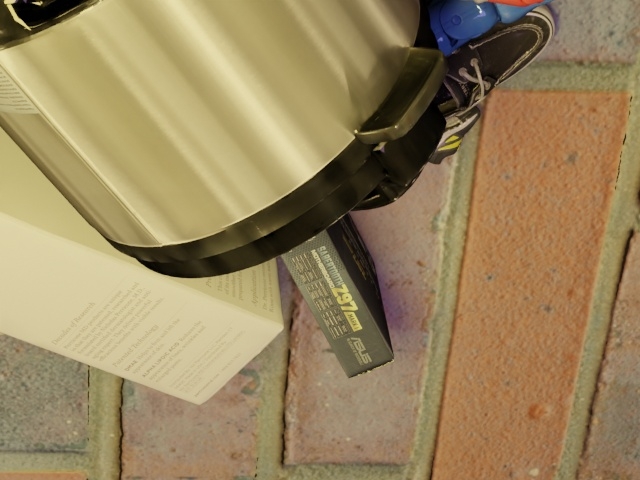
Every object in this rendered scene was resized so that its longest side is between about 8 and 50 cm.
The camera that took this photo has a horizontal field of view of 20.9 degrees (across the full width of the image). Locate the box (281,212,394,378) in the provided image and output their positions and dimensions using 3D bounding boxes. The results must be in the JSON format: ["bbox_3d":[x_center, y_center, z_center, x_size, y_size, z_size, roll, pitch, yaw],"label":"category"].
[{"bbox_3d":[0.000,0.000,1.786,0.059,0.183,0.232,-22,122,10],"label":"box"}]

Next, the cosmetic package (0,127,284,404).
[{"bbox_3d":[-0.236,-0.013,1.694,0.385,0.217,0.156,24,129,-28],"label":"cosmetic package"}]

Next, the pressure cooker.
[{"bbox_3d":[-0.108,-0.175,1.487,0.376,0.370,0.420,-31,125,10],"label":"pressure cooker"}]

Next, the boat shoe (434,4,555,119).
[{"bbox_3d":[0.144,-0.164,1.757,0.219,0.070,0.078,-30,122,14],"label":"boat shoe"}]

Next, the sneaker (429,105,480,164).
[{"bbox_3d":[0.137,-0.112,1.821,0.083,0.031,0.035,-36,134,22],"label":"sneaker"}]

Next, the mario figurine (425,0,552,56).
[{"bbox_3d":[0.195,-0.284,1.616,0.321,0.198,0.170,-24,133,27],"label":"mario figurine"}]
